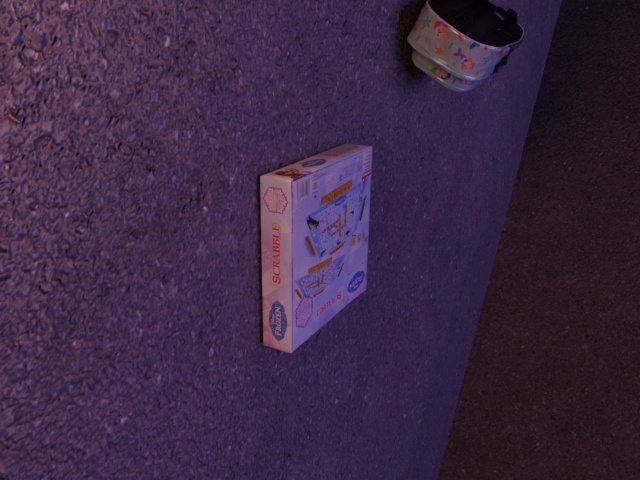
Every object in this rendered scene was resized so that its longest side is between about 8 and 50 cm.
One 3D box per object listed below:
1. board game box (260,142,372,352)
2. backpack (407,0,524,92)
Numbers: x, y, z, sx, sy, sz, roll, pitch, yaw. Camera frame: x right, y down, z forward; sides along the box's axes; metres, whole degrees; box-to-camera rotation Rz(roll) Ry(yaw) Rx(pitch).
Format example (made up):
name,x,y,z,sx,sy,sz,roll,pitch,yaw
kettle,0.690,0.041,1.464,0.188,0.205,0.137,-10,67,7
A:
name,x,y,z,sx,sy,sz,roll,pitch,yaw
board game box,0.000,0.000,1.202,0.318,0.066,0.318,-30,127,-56
backpack,0.321,-0.459,1.456,0.253,0.225,0.191,-38,163,-52
